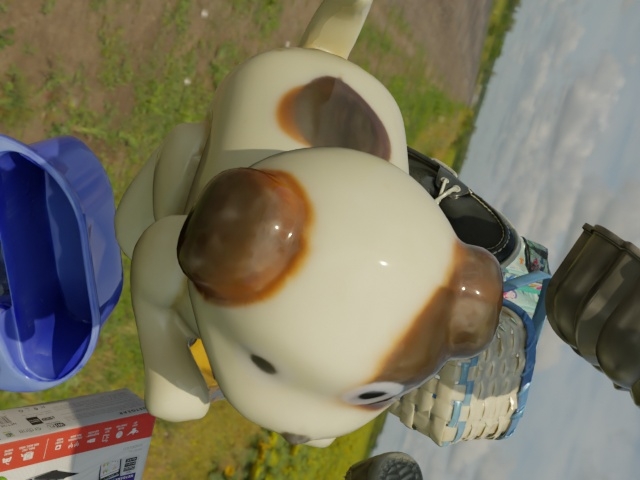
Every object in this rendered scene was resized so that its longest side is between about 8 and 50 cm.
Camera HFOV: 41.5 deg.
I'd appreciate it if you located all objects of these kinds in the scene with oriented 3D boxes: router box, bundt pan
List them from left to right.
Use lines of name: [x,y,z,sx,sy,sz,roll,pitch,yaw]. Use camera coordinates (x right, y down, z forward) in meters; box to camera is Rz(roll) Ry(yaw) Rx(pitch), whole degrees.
router box: [-0.411,0.380,1.183,0.335,0.082,0.301,-2,112,-50]
bundt pan: [0.388,0.134,0.956,0.124,0.331,0.331,-48,174,5]

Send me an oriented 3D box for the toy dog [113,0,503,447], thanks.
toy dog: [0.000,0.000,0.715,0.395,0.284,0.408,-57,-161,14]

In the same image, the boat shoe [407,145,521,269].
boat shoe: [0.149,-0.056,1.190,0.114,0.302,0.091,-49,139,-11]

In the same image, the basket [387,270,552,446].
basket: [0.251,0.180,1.322,0.289,0.201,0.255,-4,111,-37]

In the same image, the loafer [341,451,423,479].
loafer: [0.071,0.352,0.914,0.087,0.094,0.251,-7,-98,56]

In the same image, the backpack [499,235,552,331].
backpack: [0.288,0.074,1.552,0.253,0.225,0.191,25,53,-44]

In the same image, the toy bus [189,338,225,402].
toy bus: [-0.232,0.119,1.512,0.108,0.130,0.333,120,-46,-58]

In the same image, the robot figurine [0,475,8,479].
robot figurine: [-0.323,0.219,0.732,0.067,0.115,0.101,-61,145,-7]

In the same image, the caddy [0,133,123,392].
caddy: [-0.383,0.022,1.045,0.179,0.241,0.341,-69,159,-66]
